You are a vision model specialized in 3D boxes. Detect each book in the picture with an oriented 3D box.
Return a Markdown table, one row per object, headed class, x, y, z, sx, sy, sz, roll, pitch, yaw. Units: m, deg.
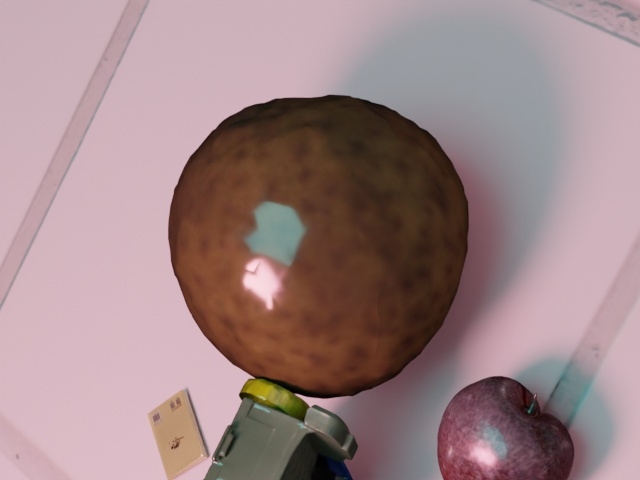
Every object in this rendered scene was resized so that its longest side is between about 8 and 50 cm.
| class | x | y | z | sx | sy | sz | roll | pitch | yaw |
| --- | --- | --- | --- | --- | --- | --- | --- | --- | --- |
| book | -0.210 | 0.286 | 2.141 | 0.077 | 0.014 | 0.111 | -36 | 60 | 27 |

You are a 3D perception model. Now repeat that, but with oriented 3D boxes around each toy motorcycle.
| class | x | y | z | sx | sy | sz | roll | pitch | yaw |
| --- | --- | --- | --- | --- | --- | --- | --- | --- | --- |
| toy motorcycle | -0.030 | 0.326 | 1.841 | 0.200 | 0.326 | 0.191 | 20 | 71 | 19 |

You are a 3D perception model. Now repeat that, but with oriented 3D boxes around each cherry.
| class | x | y | z | sx | sy | sz | roll | pitch | yaw |
| --- | --- | --- | --- | --- | --- | --- | --- | --- | --- |
| cherry | 0.213 | 0.251 | 1.757 | 0.176 | 0.140 | 0.176 | 4 | 96 | 34 |

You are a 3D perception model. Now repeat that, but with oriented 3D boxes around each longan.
| class | x | y | z | sx | sy | sz | roll | pitch | yaw |
| --- | --- | --- | --- | --- | --- | --- | --- | --- | --- |
| longan | 0.000 | 0.000 | 1.847 | 0.391 | 0.391 | 0.391 | -9 | 74 | 35 |
